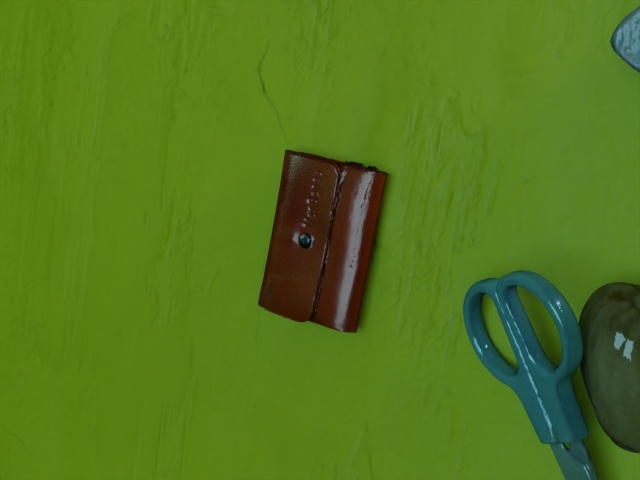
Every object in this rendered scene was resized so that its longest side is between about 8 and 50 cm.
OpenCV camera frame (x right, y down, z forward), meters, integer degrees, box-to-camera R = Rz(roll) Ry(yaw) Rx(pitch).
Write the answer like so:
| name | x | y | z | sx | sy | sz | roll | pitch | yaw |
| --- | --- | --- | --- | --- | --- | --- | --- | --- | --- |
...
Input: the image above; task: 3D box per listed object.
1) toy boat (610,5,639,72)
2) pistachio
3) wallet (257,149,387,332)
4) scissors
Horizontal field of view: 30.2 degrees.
| name | x | y | z | sx | sy | sz | roll | pitch | yaw |
| --- | --- | --- | --- | --- | --- | --- | --- | --- | --- |
| toy boat | 0.433 | -0.203 | 1.169 | 0.282 | 0.078 | 0.127 | 1 | 94 | 31 |
| pistachio | 0.325 | 0.135 | 1.237 | 0.126 | 0.108 | 0.186 | -3 | 100 | 42 |
| wallet | 0.000 | 0.000 | 1.452 | 0.142 | 0.045 | 0.204 | 16 | 100 | 29 |
| scissors | 0.277 | 0.244 | 1.282 | 0.447 | 0.029 | 0.192 | 67 | 156 | 0 |
